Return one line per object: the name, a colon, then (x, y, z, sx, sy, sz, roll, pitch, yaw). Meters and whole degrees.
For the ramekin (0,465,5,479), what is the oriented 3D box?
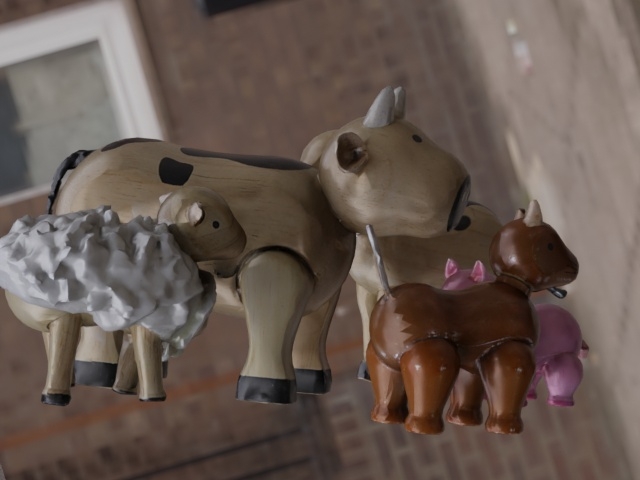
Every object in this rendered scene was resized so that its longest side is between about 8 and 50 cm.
ramekin: (-0.304, 0.140, 1.047, 0.127, 0.273, 0.273, 98, 158, -57)

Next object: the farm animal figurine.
farm animal figurine: (0.000, 0.000, 1.088, 0.330, 0.327, 0.172, -144, 58, -88)
